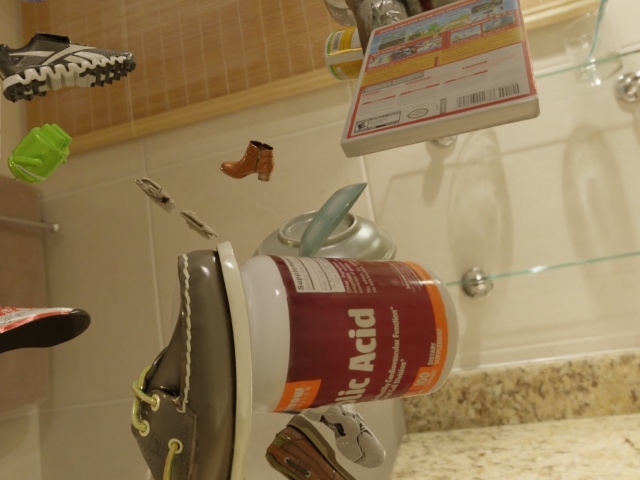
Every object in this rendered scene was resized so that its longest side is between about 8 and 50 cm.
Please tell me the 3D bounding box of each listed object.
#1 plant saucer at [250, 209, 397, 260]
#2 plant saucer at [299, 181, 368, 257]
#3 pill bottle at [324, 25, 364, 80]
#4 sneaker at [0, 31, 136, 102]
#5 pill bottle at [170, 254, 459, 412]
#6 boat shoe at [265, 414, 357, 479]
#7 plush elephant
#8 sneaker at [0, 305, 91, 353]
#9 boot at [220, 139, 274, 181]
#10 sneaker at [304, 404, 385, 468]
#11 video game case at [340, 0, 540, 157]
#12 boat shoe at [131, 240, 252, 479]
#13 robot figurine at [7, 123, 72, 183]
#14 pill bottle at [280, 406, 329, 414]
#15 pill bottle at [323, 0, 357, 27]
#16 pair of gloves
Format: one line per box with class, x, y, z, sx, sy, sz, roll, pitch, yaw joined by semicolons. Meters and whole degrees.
plant saucer;0.000;0.000;1.216;0.400;0.101;0.400;-8;25;4
plant saucer;0.013;-0.037;0.816;0.195;0.037;0.195;-52;-2;-3
pill bottle;0.141;-0.505;1.207;0.245;0.136;0.136;11;6;42
sneaker;-0.451;-0.325;0.806;0.234;0.106;0.078;-28;4;-32
pill bottle;-0.012;0.135;0.686;0.392;0.224;0.224;3;-14;-24
boat shoe;0.015;0.490;0.873;0.104;0.307;0.111;-39;-7;-36
plush elephant;0.205;-0.454;0.920;0.255;0.272;0.330;-16;18;4
sneaker;-0.625;0.156;0.916;0.270;0.145;0.090;-14;-48;-43
boot;-0.260;-0.293;1.627;0.197;0.073;0.152;7;-38;-7
sneaker;0.097;0.604;1.591;0.210;0.365;0.137;-18;-39;-60
video game case;0.143;-0.217;0.559;0.204;0.285;0.025;-8;-44;25
boat shoe;-0.104;0.149;0.363;0.091;0.305;0.109;0;19;-14
robot figurine;-0.482;-0.146;0.778;0.115;0.067;0.101;-45;15;6
pill bottle;-0.104;0.403;1.272;0.264;0.153;0.153;16;-21;-24
pill bottle;0.098;-0.895;1.578;0.210;0.210;0.363;-11;6;12
pair of gloves;-0.390;-0.087;1.244;0.240;0.042;0.204;34;-12;5
